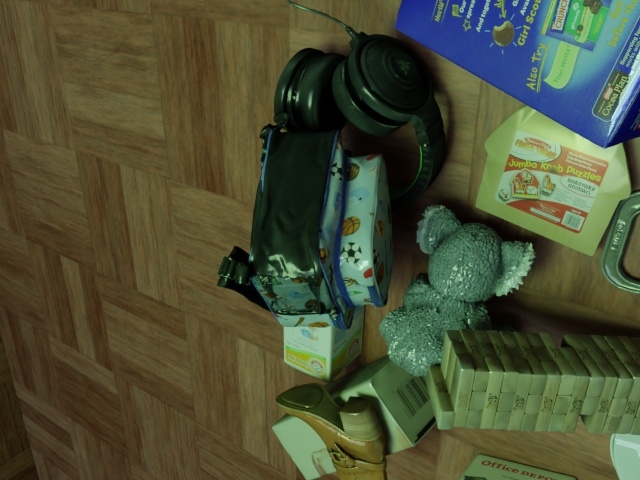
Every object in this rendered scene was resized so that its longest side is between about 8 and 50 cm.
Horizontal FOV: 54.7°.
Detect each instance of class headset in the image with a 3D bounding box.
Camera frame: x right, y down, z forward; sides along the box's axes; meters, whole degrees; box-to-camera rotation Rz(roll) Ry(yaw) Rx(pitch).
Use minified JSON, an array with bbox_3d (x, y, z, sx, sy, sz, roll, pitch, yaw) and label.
[{"bbox_3d":[0.054,-0.234,0.901,0.243,0.185,0.394,3,128,41],"label":"headset"}]

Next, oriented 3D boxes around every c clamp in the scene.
[{"bbox_3d":[0.425,0.006,0.763,0.137,0.022,0.160,26,125,27],"label":"c clamp"}]

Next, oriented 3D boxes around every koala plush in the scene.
[{"bbox_3d":[0.197,0.074,0.882,0.196,0.203,0.221,32,113,28],"label":"koala plush"}]

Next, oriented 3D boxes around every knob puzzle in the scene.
[{"bbox_3d":[0.307,-0.100,0.802,0.213,0.030,0.213,18,121,33],"label":"knob puzzle"}]

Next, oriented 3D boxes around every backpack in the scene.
[{"bbox_3d":[0.000,0.000,0.880,0.213,0.276,0.263,9,151,8],"label":"backpack"}]

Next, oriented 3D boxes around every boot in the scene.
[{"bbox_3d":[0.017,0.321,1.009,0.197,0.073,0.152,4,116,41],"label":"boot"}]

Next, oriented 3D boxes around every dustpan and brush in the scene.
[{"bbox_3d":[0.479,0.357,0.874,0.147,0.060,0.211,9,110,24],"label":"dustpan and brush"}]

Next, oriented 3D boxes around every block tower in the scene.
[{"bbox_3d":[0.309,0.175,0.769,0.336,0.091,0.097,1,116,-1],"label":"block tower"}]

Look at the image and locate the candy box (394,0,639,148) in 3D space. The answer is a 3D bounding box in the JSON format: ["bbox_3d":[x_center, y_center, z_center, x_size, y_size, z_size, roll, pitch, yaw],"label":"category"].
[{"bbox_3d":[0.253,-0.293,0.644,0.317,0.122,0.268,44,134,33],"label":"candy box"}]

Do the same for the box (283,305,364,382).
[{"bbox_3d":[0.007,0.129,1.096,0.103,0.114,0.203,19,122,30],"label":"box"}]

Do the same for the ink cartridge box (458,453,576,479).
[{"bbox_3d":[0.277,0.449,0.951,0.172,0.237,0.100,1,109,39],"label":"ink cartridge box"}]

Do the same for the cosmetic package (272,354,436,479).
[{"bbox_3d":[0.069,0.313,1.111,0.296,0.153,0.129,-37,85,44],"label":"cosmetic package"}]
